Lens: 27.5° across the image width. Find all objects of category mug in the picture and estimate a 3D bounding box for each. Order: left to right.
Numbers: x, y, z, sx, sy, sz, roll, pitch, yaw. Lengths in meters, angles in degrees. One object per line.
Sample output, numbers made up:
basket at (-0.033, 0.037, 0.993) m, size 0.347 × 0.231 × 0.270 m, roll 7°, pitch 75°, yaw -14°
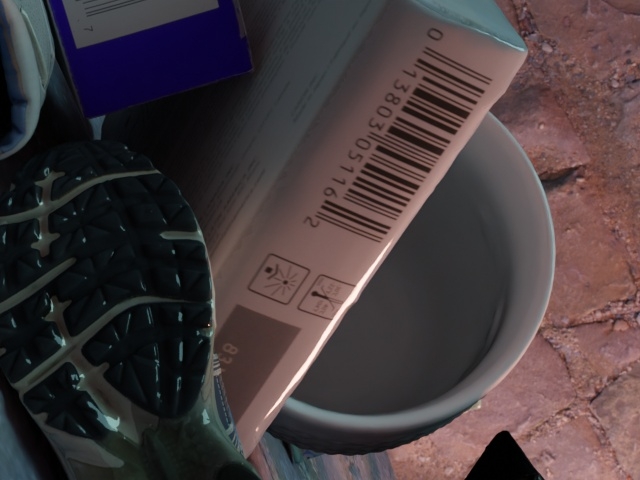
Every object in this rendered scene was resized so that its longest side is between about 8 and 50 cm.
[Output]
mug at (0.000, 0.000, 1.099) m, size 0.374 × 0.276 × 0.328 m, roll 61°, pitch -11°, yaw 11°

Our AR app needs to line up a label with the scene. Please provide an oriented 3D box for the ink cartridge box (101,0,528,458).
ink cartridge box at (-0.039, -0.090, 0.835) m, size 0.091 × 0.308 × 0.385 m, roll 22°, pitch 26°, yaw -23°

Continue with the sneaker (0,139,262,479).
sneaker at (-0.094, 0.090, 0.648) m, size 0.122 × 0.110 × 0.283 m, roll 118°, pitch -45°, yaw -71°

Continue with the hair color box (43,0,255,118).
hair color box at (-0.145, -0.215, 0.819) m, size 0.339 × 0.110 × 0.185 m, roll -131°, pitch -154°, yaw -62°

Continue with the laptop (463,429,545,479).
laptop at (0.125, 0.387, 0.985) m, size 0.236 × 0.408 × 0.382 m, roll 34°, pitch -1°, yaw 6°

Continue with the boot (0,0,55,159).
boot at (-0.184, -0.161, 0.583) m, size 0.123 × 0.095 × 0.258 m, roll -121°, pitch -173°, yaw -63°

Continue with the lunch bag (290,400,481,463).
lunch bag at (0.042, 0.100, 1.467) m, size 0.262 × 0.223 × 0.160 m, roll -106°, pitch -179°, yaw -64°
